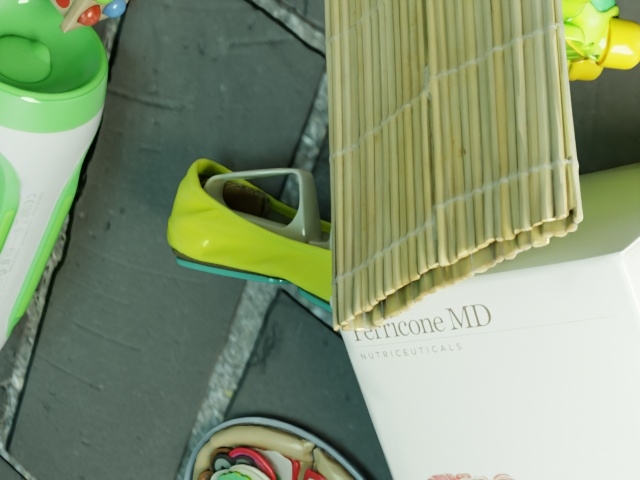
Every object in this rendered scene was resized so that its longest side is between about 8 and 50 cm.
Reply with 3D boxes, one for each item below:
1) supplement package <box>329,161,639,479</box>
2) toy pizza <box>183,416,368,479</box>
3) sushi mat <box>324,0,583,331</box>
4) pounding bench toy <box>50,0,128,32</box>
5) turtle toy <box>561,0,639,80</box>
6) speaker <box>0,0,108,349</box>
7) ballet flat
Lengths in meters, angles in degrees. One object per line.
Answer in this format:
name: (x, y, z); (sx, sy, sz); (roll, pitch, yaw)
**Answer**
supplement package: (0.161, 0.122, 0.810); (0.177, 0.175, 0.293); (-11, 102, 43)
toy pizza: (-0.023, 0.215, 1.108); (0.201, 0.032, 0.201); (18, 121, 33)
sushi mat: (0.054, -0.125, 0.769); (0.151, 0.019, 0.316); (-28, 55, 45)
pounding bench toy: (-0.138, -0.178, 1.003); (0.065, 0.052, 0.083); (52, 133, 8)
turtle toy: (0.109, -0.119, 0.788); (0.130, 0.095, 0.066); (171, 104, -77)
speaker: (-0.240, -0.028, 1.111); (0.131, 0.131, 0.296); (44, 132, 15)
ballet flat: (0.000, 0.000, 0.963); (0.231, 0.077, 0.077); (17, 104, 36)
